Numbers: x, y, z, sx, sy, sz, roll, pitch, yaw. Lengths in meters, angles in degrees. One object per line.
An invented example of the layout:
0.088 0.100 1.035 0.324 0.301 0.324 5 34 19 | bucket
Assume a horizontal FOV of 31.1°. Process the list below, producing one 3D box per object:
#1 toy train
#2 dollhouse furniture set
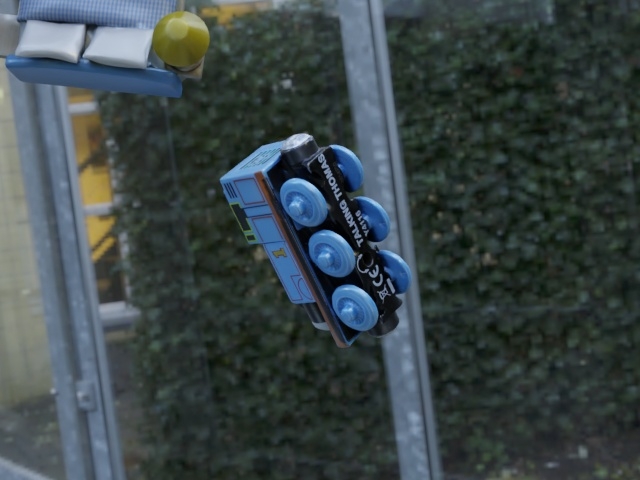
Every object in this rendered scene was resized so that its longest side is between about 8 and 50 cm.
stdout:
0.000 0.000 0.931 0.105 0.184 0.080 -6 27 44 | toy train
-0.220 -0.283 0.875 0.303 0.286 0.198 8 -8 2 | dollhouse furniture set
